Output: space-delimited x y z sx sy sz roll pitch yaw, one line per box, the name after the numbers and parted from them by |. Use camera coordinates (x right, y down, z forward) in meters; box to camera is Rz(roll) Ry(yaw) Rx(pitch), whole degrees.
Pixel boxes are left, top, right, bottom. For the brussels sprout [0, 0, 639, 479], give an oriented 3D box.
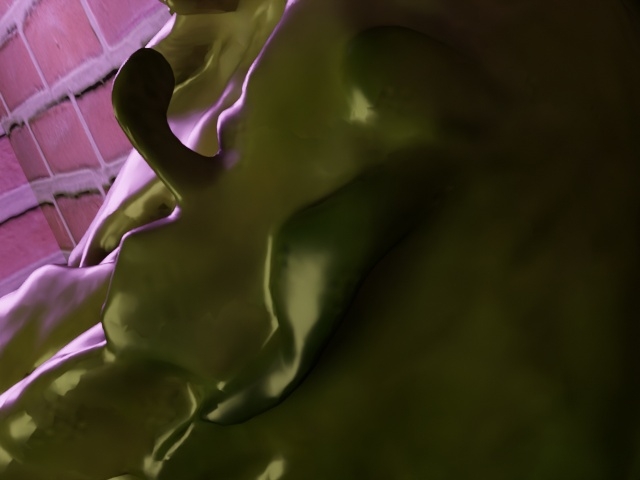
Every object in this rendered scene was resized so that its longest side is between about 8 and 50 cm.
0.020 0.036 0.619 0.276 0.315 0.371 -99 24 -53 | brussels sprout
